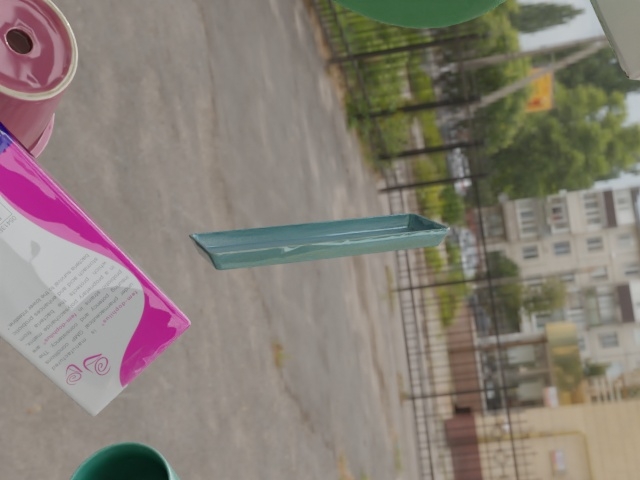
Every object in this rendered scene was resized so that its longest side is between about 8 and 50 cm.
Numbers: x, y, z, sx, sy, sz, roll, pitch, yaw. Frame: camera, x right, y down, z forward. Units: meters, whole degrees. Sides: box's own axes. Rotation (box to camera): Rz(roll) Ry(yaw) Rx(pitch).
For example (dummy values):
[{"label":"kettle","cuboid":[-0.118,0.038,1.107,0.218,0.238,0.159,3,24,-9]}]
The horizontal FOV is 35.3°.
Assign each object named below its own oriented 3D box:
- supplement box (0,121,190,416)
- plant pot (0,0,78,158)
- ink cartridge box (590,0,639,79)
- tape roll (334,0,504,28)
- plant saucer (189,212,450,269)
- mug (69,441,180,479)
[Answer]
[{"label":"supplement box","cuboid":[-0.223,0.018,0.797,0.220,0.111,0.114,51,-8,-29]},{"label":"plant pot","cuboid":[-0.345,-0.167,1.018,0.201,0.180,0.201,17,62,-36]},{"label":"ink cartridge box","cuboid":[0.313,-0.181,0.700,0.218,0.158,0.092,-3,69,-43]},{"label":"tape roll","cuboid":[0.035,-0.287,0.602,0.077,0.321,0.321,-41,135,-27]},{"label":"plant saucer","cuboid":[0.000,0.000,0.773,0.067,0.192,0.018,-149,-125,-65]},{"label":"mug","cuboid":[-0.217,0.319,1.132,0.097,0.129,0.157,72,25,-50]}]
